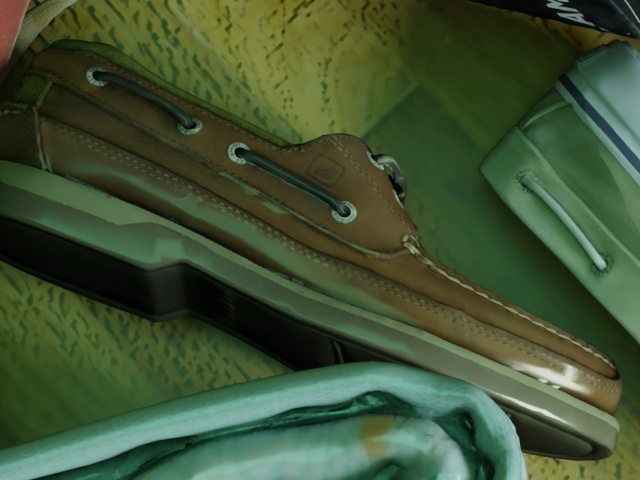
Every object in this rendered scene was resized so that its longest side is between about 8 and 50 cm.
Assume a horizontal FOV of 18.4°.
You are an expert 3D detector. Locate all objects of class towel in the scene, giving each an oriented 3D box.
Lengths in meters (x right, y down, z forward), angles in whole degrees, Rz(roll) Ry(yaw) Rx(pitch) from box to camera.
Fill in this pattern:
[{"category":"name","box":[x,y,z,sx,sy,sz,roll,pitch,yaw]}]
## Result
[{"category":"towel","box":[-0.105,0.133,0.755,0.374,0.320,0.090,-12,79,3]}]

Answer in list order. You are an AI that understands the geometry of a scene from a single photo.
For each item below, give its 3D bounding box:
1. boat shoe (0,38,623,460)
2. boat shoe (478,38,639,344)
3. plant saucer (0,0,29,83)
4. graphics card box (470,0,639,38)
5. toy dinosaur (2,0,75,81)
[{"category":"boat shoe","box":[0.000,0.000,0.868,0.307,0.111,0.104,23,71,-4]},{"category":"boat shoe","box":[0.188,0.050,0.867,0.094,0.109,0.302,-40,71,12]},{"category":"plant saucer","box":[-0.283,-0.058,0.892,0.258,0.048,0.259,21,95,15]},{"category":"graphics card box","box":[0.003,-0.237,0.838,0.371,0.094,0.233,19,83,32]},{"category":"toy dinosaur","box":[-0.185,-0.060,0.932,0.092,0.053,0.183,33,86,-7]}]
